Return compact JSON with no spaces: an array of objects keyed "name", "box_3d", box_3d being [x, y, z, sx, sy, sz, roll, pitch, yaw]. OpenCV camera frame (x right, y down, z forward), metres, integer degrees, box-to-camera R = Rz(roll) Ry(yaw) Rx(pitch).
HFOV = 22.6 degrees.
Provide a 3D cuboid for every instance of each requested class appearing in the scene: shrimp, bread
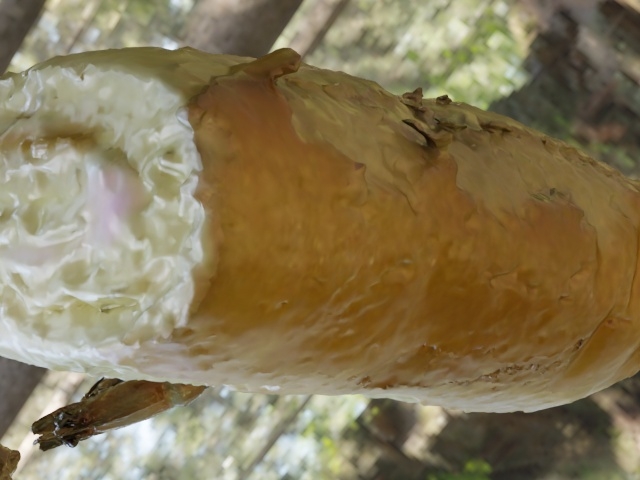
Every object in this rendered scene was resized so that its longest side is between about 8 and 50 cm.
[{"name":"shrimp","box_3d":[-0.167,0.126,1.361,0.180,0.041,0.099,-26,-149,-26]},{"name":"bread","box_3d":[0.000,0.000,0.820,0.375,0.236,0.165,10,-100,-45]}]

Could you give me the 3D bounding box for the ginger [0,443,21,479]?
[{"name":"ginger","box_3d":[-0.336,0.219,1.378,0.173,0.051,0.069,-19,-118,-35]}]
